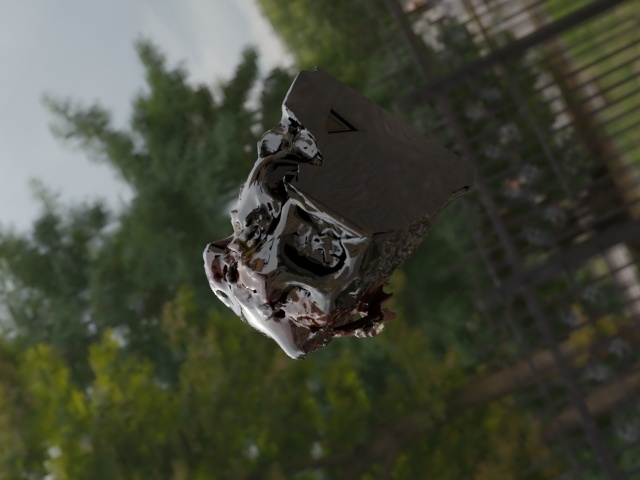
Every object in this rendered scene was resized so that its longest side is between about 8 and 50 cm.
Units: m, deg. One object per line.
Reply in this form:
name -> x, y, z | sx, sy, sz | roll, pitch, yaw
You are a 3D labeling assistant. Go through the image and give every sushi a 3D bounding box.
sushi -> 0.000, 0.000, 1.129 | 0.153, 0.150, 0.172 | 32, -150, -7
